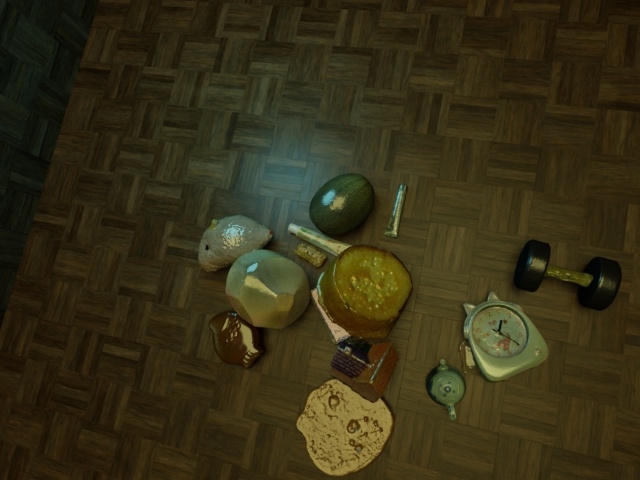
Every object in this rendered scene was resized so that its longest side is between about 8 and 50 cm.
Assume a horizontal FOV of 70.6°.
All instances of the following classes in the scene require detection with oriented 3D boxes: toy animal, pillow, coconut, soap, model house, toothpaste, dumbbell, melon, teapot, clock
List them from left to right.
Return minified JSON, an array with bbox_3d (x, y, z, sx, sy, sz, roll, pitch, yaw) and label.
[{"bbox_3d":[-0.391,-0.007,2.038,0.359,0.188,0.226,-16,72,-1],"label":"toy animal"},{"bbox_3d":[-0.213,0.205,1.889,0.353,0.352,0.352,-2,79,11],"label":"coconut"},{"bbox_3d":[0.000,0.000,2.031,0.315,0.058,0.056,25,42,11],"label":"toothpaste"},{"bbox_3d":[0.083,0.294,1.943,0.181,0.081,0.259,-30,74,3],"label":"soap"},{"bbox_3d":[0.095,-0.157,1.943,0.302,0.237,0.237,-41,75,-1],"label":"melon"},{"bbox_3d":[0.180,0.476,1.778,0.237,0.237,0.202,32,62,15],"label":"model house"},{"bbox_3d":[0.338,-0.132,1.992,0.062,0.039,0.238,13,85,18],"label":"toothpaste"},{"bbox_3d":[0.496,0.581,1.775,0.159,0.159,0.231,-10,78,9],"label":"teapot"},{"bbox_3d":[0.674,0.466,1.818,0.211,0.034,0.135,-6,76,9],"label":"pillow"},{"bbox_3d":[0.699,0.368,1.772,0.266,0.108,0.323,-23,65,2],"label":"clock"},{"bbox_3d":[0.940,0.131,1.738,0.323,0.204,0.203,16,83,13],"label":"dumbbell"}]

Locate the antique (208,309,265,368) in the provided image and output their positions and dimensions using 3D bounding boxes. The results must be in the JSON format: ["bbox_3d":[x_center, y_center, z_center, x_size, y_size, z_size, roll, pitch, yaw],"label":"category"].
[{"bbox_3d":[-0.365,0.429,1.983,0.278,0.129,0.223,38,88,15],"label":"antique"}]

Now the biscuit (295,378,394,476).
[{"bbox_3d":[0.099,0.757,1.863,0.385,0.062,0.365,-37,74,0],"label":"biscuit"}]

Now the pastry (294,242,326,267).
[{"bbox_3d":[-0.045,0.064,2.026,0.140,0.056,0.080,35,96,9],"label":"pastry"}]

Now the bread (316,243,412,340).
[{"bbox_3d":[0.183,0.193,1.817,0.399,0.215,0.397,8,58,-13],"label":"bread"}]
